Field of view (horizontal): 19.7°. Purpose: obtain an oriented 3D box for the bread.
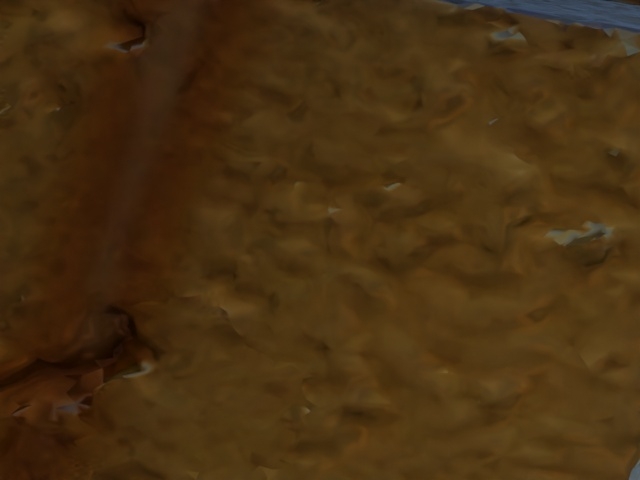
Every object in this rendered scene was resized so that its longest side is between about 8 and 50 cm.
[{"bbox_3d":[0.000,0.000,0.659,0.345,0.405,0.242,15,-82,18],"label":"bread"}]
